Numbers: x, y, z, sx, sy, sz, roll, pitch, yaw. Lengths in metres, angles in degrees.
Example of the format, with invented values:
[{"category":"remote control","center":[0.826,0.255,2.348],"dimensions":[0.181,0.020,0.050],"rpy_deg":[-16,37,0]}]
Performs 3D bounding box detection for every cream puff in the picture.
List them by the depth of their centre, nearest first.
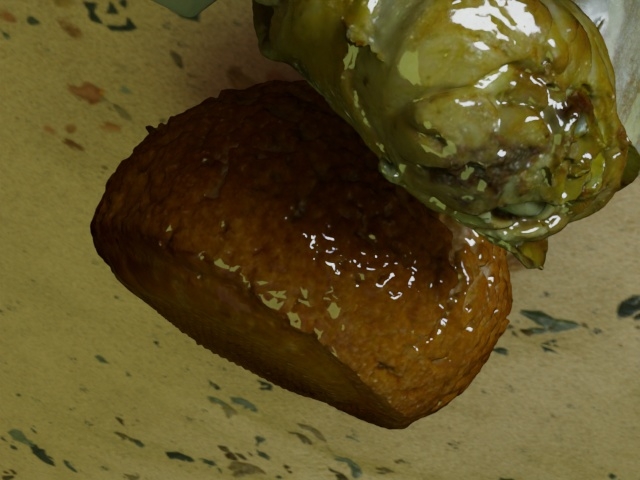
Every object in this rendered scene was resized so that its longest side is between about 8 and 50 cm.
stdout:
[{"category":"cream puff","center":[0.000,0.000,1.404],"dimensions":[0.303,0.212,0.303],"rpy_deg":[27,166,8]}]

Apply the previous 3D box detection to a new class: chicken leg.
[{"category":"chicken leg","center":[-0.002,-0.146,1.167],"dimensions":[0.429,0.152,0.201],"rpy_deg":[32,174,1]}]

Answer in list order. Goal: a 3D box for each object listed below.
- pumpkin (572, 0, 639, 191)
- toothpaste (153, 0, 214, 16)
[{"category":"pumpkin","center":[0.139,-0.096,1.313],"dimensions":[0.217,0.110,0.217],"rpy_deg":[10,143,8]},{"category":"toothpaste","center":[-0.007,-0.274,1.202],"dimensions":[0.125,0.080,0.371],"rpy_deg":[37,135,-10]}]
